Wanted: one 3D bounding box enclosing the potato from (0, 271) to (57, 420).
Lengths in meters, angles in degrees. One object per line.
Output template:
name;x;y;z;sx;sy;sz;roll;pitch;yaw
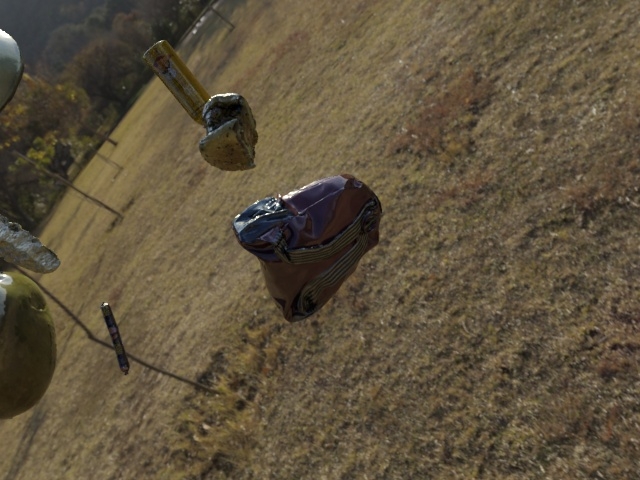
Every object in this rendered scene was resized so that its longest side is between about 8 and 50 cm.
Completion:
potato;-0.704;0.223;1.105;0.220;0.243;0.327;-12;74;-6

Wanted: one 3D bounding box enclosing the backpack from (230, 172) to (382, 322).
backpack;0.000;0.000;1.118;0.317;0.284;0.197;-31;36;-10

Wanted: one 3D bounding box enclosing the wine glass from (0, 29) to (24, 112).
wine glass;-0.737;-0.392;0.835;0.266;0.406;0.268;-3;68;7

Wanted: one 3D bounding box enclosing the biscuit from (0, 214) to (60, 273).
biscuit;-0.907;0.004;1.481;0.179;0.281;0.084;-14;42;46

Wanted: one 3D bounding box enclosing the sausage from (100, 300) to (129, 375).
sausage;-0.522;0.247;1.293;0.025;0.028;0.199;-38;71;61

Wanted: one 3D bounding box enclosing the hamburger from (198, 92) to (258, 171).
hamburger;-0.304;-0.336;1.634;0.192;0.288;0.168;-7;74;5

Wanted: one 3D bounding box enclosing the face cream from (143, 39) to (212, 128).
face cream;-0.471;-0.531;1.803;0.105;0.349;0.105;-35;15;11
